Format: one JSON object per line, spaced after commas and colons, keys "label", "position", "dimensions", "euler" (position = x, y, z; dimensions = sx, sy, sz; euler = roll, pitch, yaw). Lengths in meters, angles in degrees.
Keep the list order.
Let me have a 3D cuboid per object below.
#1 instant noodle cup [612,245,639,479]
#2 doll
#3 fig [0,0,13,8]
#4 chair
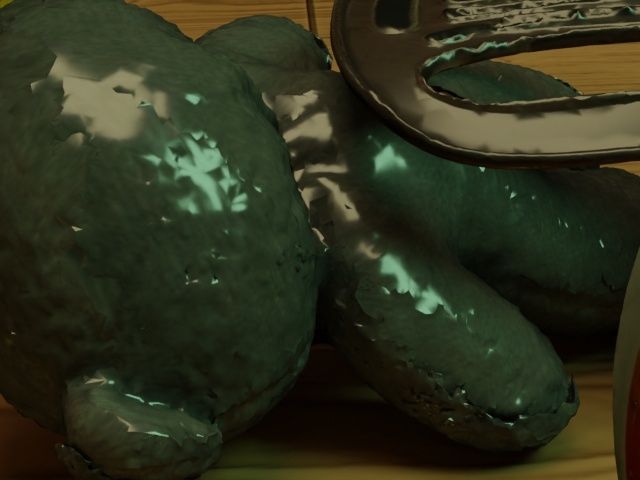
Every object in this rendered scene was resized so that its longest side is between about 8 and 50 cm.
{"label": "instant noodle cup", "position": [0.200, 0.045, 0.364], "dimensions": [0.264, 0.264, 0.200], "euler": [-10, 14, -20]}
{"label": "doll", "position": [-0.005, 0.005, 0.682], "dimensions": [0.340, 0.158, 0.246], "euler": [-2, 46, -44]}
{"label": "fig", "position": [-0.160, -0.049, 0.843], "dimensions": [0.136, 0.120, 0.153], "euler": [-5, 43, -22]}
{"label": "chair", "position": [0.182, -0.031, 0.656], "dimensions": [0.327, 0.183, 0.175], "euler": [-8, 25, 10]}
